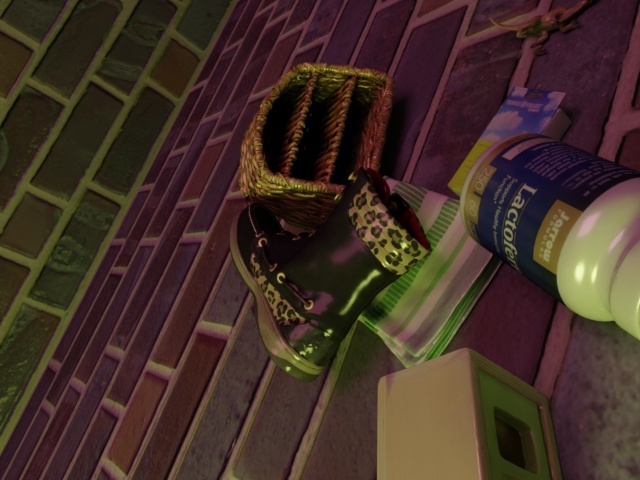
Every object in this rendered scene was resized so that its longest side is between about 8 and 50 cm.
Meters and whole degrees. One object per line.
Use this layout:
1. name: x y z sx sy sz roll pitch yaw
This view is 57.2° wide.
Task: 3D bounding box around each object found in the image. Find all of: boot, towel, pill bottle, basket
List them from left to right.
1. basket: -0.016 -0.204 1.118 0.223 0.213 0.299 -32 37 55
2. boot: 0.000 0.000 0.944 0.284 0.138 0.377 -46 37 19
3. towel: 0.127 0.031 0.909 0.248 0.038 0.325 -57 31 0
4. pill bottle: 0.278 -0.010 0.617 0.153 0.153 0.264 -53 31 7

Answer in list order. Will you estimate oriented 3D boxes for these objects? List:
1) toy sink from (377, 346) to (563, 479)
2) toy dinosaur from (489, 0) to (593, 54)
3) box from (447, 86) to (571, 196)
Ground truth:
1. toy sink: 0.151 0.249 0.568 0.131 0.153 0.234 -30 39 37
2. toy dinosaur: 0.348 -0.340 0.931 0.183 0.053 0.092 -3 45 46
3. box: 0.272 -0.131 0.840 0.178 0.042 0.109 -56 32 2
